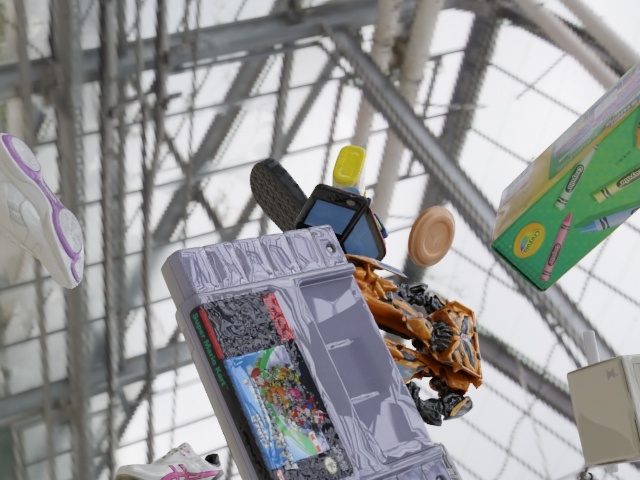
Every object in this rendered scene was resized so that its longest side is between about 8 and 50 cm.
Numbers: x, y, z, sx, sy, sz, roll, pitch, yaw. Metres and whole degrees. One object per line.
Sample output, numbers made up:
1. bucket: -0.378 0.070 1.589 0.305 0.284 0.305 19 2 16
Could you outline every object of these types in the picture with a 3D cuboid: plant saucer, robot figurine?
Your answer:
1. plant saucer: 0.149 -0.004 1.449 0.013 0.084 0.083 25 -53 45
2. robot figurine: 0.096 0.118 1.406 0.085 0.291 0.211 -41 -140 41

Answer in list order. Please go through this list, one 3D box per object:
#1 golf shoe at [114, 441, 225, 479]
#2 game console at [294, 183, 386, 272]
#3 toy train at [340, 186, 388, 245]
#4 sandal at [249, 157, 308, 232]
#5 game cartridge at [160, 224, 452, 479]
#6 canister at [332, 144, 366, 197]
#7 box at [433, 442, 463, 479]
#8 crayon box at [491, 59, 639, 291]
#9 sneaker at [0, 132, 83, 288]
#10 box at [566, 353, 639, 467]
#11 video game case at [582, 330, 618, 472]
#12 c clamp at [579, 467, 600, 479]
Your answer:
1. golf shoe: -0.195 0.301 1.420 0.068 0.186 0.085 -12 -114 31
2. game console: 0.027 -0.005 1.642 0.144 0.124 0.085 122 -18 -59
3. toy train: 0.000 0.000 2.189 0.143 0.248 0.105 58 2 -47
4. sandal: 0.010 -0.018 2.440 0.445 0.107 0.167 53 -33 18
5. game cartridge: -0.011 0.155 1.175 0.068 0.230 0.355 -41 -113 41
6. canister: 0.067 -0.127 2.618 0.170 0.073 0.126 90 15 -52
7. box: 0.107 0.352 1.606 0.231 0.183 0.056 -107 -162 -84
8. crayon box: 0.308 -0.089 1.168 0.081 0.165 0.278 41 -64 -6
9. sneaker: -0.539 -0.037 2.006 0.305 0.152 0.114 60 12 0
10. box: 0.520 0.234 1.584 0.121 0.311 0.147 -32 -118 57
11. video game case: 0.490 0.284 1.927 0.183 0.023 0.201 58 26 -57
12. c clamp: 0.446 0.411 1.768 0.022 0.137 0.161 28 -9 46
